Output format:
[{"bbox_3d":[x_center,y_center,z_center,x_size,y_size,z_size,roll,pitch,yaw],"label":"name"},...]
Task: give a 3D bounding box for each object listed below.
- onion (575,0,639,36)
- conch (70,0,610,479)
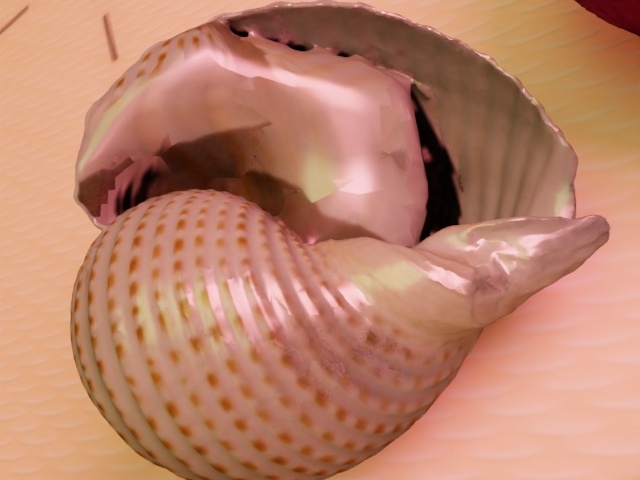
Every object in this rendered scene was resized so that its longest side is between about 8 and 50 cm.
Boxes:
[{"bbox_3d":[0.226,-0.289,0.318,0.348,0.385,0.347,-36,29,23],"label":"onion"},{"bbox_3d":[-0.004,0.006,0.456,0.319,0.215,0.303,-6,72,-4],"label":"conch"}]
